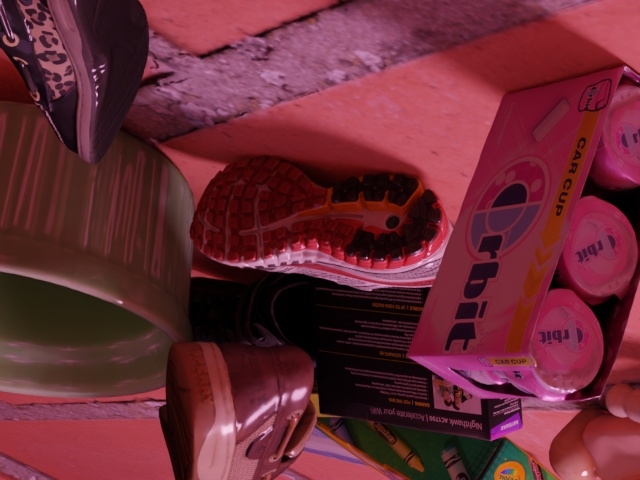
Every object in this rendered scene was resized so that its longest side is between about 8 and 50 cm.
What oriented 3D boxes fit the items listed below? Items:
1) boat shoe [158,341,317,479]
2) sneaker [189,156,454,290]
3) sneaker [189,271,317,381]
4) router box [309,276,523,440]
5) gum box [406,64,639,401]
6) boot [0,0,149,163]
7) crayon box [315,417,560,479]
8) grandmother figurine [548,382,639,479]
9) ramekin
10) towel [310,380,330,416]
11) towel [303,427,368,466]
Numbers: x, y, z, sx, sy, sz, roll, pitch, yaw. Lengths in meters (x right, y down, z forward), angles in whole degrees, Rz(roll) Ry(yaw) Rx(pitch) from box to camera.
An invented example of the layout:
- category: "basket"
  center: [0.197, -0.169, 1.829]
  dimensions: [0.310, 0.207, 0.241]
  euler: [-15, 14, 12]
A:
- category: "boat shoe"
  center: [-0.061, 0.161, 1.389]
  dimensions: [0.123, 0.123, 0.342]
  euler: [-12, 156, -11]
- category: "sneaker"
  center: [0.000, 0.000, 1.260]
  dimensions: [0.225, 0.088, 0.093]
  euler: [10, 159, 31]
- category: "sneaker"
  center: [-0.077, 0.065, 1.508]
  dimensions: [0.295, 0.105, 0.147]
  euler: [9, 158, 11]
- category: "router box"
  center: [0.072, 0.079, 1.333]
  dimensions: [0.179, 0.133, 0.046]
  euler: [5, -168, 42]
- category: "gum box"
  center: [0.129, 0.003, 0.966]
  dimensions: [0.062, 0.188, 0.107]
  euler: [31, 160, -27]
- category: "boot"
  center: [-0.207, -0.150, 1.082]
  dimensions: [0.178, 0.085, 0.236]
  euler: [21, 155, 8]
- category: "crayon box"
  center: [0.100, 0.196, 1.590]
  dimensions: [0.278, 0.081, 0.165]
  euler: [26, 170, 47]
- category: "grandmother figurine"
  center: [0.330, 0.179, 1.383]
  dimensions: [0.207, 0.104, 0.342]
  euler: [17, 166, -15]
- category: "ramekin"
  center: [-0.243, 0.010, 1.369]
  dimensions: [0.303, 0.148, 0.303]
  euler: [6, 157, 3]
- category: "towel"
  center: [0.007, 0.137, 1.485]
  dimensions: [0.237, 0.021, 0.102]
  euler: [-2, 163, 29]
- category: "towel"
  center: [-0.038, 0.177, 1.876]
  dimensions: [0.209, 0.034, 0.285]
  euler: [4, 153, 47]
